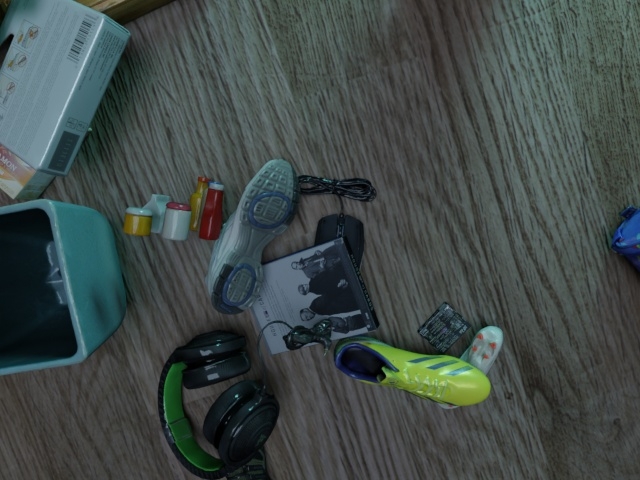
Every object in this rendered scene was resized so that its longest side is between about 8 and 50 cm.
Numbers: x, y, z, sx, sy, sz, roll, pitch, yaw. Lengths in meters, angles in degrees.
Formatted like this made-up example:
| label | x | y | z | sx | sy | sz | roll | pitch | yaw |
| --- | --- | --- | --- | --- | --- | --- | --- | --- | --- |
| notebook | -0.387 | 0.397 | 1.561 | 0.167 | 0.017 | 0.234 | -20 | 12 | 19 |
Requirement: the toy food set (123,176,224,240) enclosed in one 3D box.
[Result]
| label | x | y | z | sx | sy | sz | roll | pitch | yaw |
| --- | --- | --- | --- | --- | --- | --- | --- | --- | --- |
| toy food set | -0.229 | -0.061 | 0.745 | 0.111 | 0.232 | 0.105 | 11 | 95 | 14 |

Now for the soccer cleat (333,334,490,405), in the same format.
| label | x | y | z | sx | sy | sz | roll | pitch | yaw |
| --- | --- | --- | --- | --- | --- | --- | --- | --- | --- |
| soccer cleat | 0.159 | 0.247 | 0.795 | 0.288 | 0.121 | 0.094 | 13 | 95 | 16 |

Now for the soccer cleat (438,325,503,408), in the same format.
| label | x | y | z | sx | sy | sz | roll | pitch | yaw |
| --- | --- | --- | --- | --- | --- | --- | --- | --- | --- |
| soccer cleat | 0.294 | 0.250 | 0.847 | 0.068 | 0.076 | 0.196 | 40 | 113 | 30 |

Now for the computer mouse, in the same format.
| label | x | y | z | sx | sy | sz | roll | pitch | yaw |
| --- | --- | --- | --- | --- | --- | --- | --- | --- | --- |
| computer mouse | 0.000 | 0.000 | 0.834 | 0.183 | 0.060 | 0.263 | 10 | 95 | 0 |

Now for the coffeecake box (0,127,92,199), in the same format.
| label | x | y | z | sx | sy | sz | roll | pitch | yaw |
| --- | --- | --- | --- | --- | --- | --- | --- | --- | --- |
| coffeecake box | -0.563 | -0.194 | 0.832 | 0.142 | 0.068 | 0.185 | 41 | 95 | -1 |

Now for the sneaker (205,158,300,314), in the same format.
| label | x | y | z | sx | sy | sz | roll | pitch | yaw |
| --- | --- | --- | --- | --- | --- | --- | --- | --- | --- |
| sneaker | -0.141 | -0.019 | 0.805 | 0.111 | 0.129 | 0.297 | 30 | 85 | -37 |

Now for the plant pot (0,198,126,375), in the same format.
| label | x | y | z | sx | sy | sz | roll | pitch | yaw |
| --- | --- | --- | --- | --- | --- | --- | --- | --- | --- |
| plant pot | -0.481 | 0.067 | 0.761 | 0.247 | 0.252 | 0.248 | -10 | 95 | 3 |

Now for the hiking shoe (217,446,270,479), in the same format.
| label | x | y | z | sx | sy | sz | roll | pitch | yaw |
| --- | --- | --- | --- | --- | --- | --- | --- | --- | --- |
| hiking shoe | -0.145 | 0.473 | 0.855 | 0.086 | 0.114 | 0.227 | -26 | 94 | 4 |

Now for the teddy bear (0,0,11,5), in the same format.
| label | x | y | z | sx | sy | sz | roll | pitch | yaw |
| --- | --- | --- | --- | --- | --- | --- | --- | --- | --- |
| teddy bear | -0.633 | -0.398 | 0.732 | 0.337 | 0.113 | 0.246 | 0 | 93 | 37 |

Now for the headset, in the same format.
| label | x | y | z | sx | sy | sz | roll | pitch | yaw |
| --- | --- | --- | --- | --- | --- | --- | --- | --- | --- |
| headset | -0.148 | 0.267 | 0.805 | 0.394 | 0.185 | 0.244 | -44 | 68 | 28 |

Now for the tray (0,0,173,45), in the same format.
| label | x | y | z | sx | sy | sz | roll | pitch | yaw |
| --- | --- | --- | --- | --- | --- | --- | --- | --- | --- |
| tray | -0.404 | -0.512 | 0.796 | 0.410 | 0.076 | 0.203 | -23 | 94 | 5 |

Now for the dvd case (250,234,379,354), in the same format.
| label | x | y | z | sx | sy | sz | roll | pitch | yaw |
| --- | --- | --- | --- | --- | --- | --- | --- | --- | --- |
| dvd case | -0.029 | 0.110 | 0.822 | 0.238 | 0.029 | 0.180 | -19 | 94 | 25 |

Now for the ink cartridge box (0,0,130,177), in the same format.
| label | x | y | z | sx | sy | sz | roll | pitch | yaw |
| --- | --- | --- | --- | --- | --- | --- | --- | --- | --- |
| ink cartridge box | -0.483 | -0.284 | 0.759 | 0.238 | 0.060 | 0.275 | 31 | 97 | 23 |

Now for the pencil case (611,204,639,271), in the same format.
| label | x | y | z | sx | sy | sz | roll | pitch | yaw |
| --- | --- | --- | --- | --- | --- | --- | --- | --- | --- |
| pencil case | 0.665 | 0.071 | 0.787 | 0.306 | 0.133 | 0.119 | 46 | 55 | -3 |

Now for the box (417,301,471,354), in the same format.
| label | x | y | z | sx | sy | sz | roll | pitch | yaw |
| --- | --- | --- | --- | --- | --- | --- | --- | --- | --- |
| box | 0.245 | 0.174 | 0.862 | 0.067 | 0.018 | 0.083 | 41 | 95 | -2 |
